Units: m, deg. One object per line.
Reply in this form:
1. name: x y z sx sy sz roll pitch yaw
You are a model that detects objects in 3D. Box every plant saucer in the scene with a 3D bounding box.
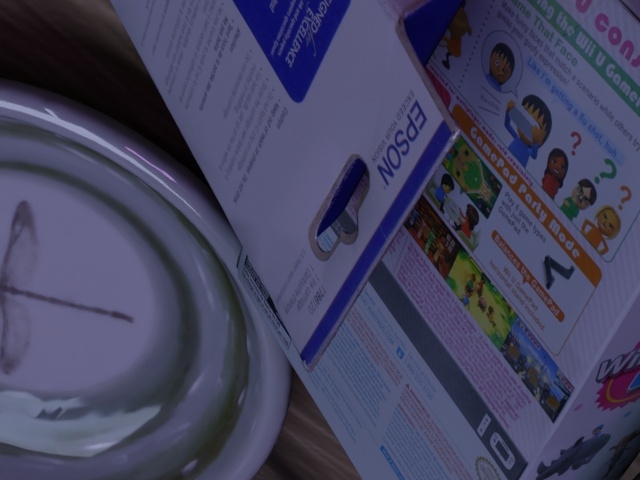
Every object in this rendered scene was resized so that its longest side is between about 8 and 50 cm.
1. plant saucer: -0.210 0.045 0.886 0.400 0.101 0.401 5 126 7

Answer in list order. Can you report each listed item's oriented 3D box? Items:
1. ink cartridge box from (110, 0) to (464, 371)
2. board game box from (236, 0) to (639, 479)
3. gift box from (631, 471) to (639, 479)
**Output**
1. ink cartridge box: -0.033 -0.128 0.527 0.333 0.065 0.165 62 148 22
2. board game box: 0.073 -0.020 0.560 0.224 0.097 0.303 55 146 31
3. gift box: 0.284 0.078 0.497 0.255 0.276 0.258 42 147 13
